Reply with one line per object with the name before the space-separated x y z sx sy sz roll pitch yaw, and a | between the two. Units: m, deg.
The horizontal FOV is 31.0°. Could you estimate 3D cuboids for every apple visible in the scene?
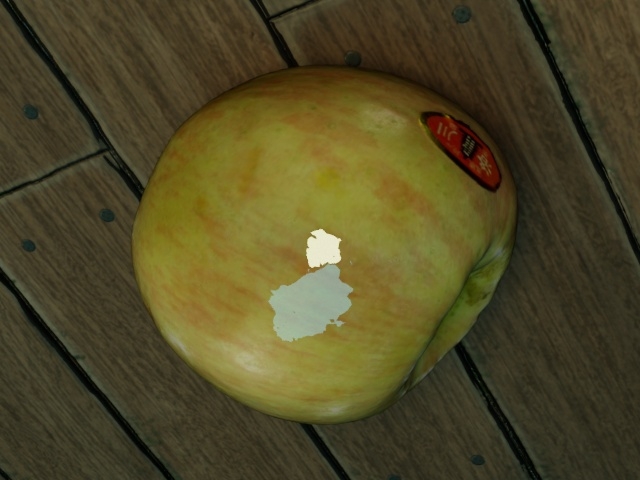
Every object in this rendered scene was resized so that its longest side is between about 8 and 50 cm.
apple | 0.000 0.000 1.214 0.346 0.391 0.391 31 130 17
